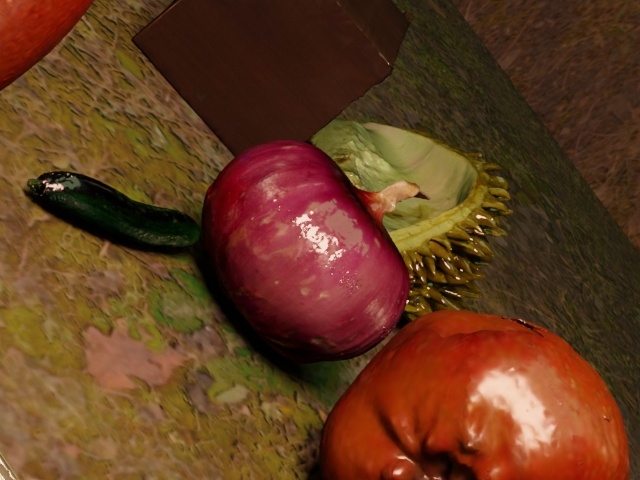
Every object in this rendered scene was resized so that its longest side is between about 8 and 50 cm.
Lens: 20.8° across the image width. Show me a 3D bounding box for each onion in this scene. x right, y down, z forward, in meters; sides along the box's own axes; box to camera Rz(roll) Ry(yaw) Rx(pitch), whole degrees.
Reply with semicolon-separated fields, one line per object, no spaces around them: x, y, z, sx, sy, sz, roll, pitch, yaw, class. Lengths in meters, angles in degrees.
-0.009;0.006;1.298;0.177;0.153;0.177;33;34;-27;onion

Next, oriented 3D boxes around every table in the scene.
-0.039;-0.193;1.596;0.169;0.172;0.193;49;20;-12;table

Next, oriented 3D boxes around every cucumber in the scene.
-0.136;-0.017;1.204;0.184;0.033;0.036;22;54;-61;cucumber

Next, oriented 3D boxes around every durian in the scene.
0.066;-0.023;1.708;0.198;0.163;0.394;4;28;-13;durian

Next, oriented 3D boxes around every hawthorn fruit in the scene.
0.115;0.161;1.230;0.211;0.211;0.299;57;5;18;hawthorn fruit

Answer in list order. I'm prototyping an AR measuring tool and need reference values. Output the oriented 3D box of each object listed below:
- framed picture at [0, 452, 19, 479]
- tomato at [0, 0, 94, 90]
-0.227;0.072;0.800;0.273;0.016;0.216;54;17;9;framed picture
-0.206;-0.201;0.861;0.338;0.338;0.143;39;-4;-37;tomato
